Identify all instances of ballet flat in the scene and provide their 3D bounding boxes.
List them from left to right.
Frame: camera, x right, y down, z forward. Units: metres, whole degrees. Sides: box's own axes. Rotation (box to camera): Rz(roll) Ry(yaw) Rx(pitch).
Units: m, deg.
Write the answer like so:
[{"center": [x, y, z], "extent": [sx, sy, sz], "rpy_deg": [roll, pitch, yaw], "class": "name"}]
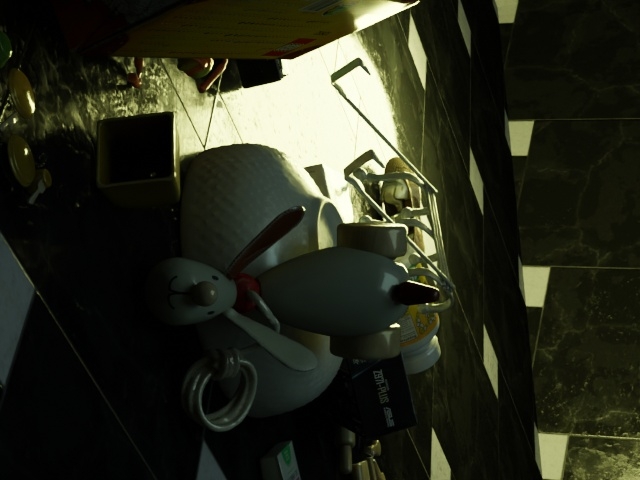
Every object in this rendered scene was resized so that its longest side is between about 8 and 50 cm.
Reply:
[{"center": [0.141, -0.053, 2.716], "extent": [0.067, 0.073, 0.206], "rpy_deg": [9, 66, -58], "class": "ballet flat"}]

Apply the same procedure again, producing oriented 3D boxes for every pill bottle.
[{"center": [0.121, 0.105, 2.434], "extent": [0.117, 0.117, 0.208], "rpy_deg": [-76, 150, -57], "class": "pill bottle"}]

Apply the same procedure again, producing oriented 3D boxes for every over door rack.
[{"center": [0.087, -0.070, 2.239], "extent": [0.239, 0.108, 0.324], "rpy_deg": [-97, 161, -47], "class": "over door rack"}]

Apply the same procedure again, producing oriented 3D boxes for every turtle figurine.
[{"center": [-0.167, -0.273, 1.750], "extent": [0.269, 0.087, 0.217], "rpy_deg": [-30, 104, -65], "class": "turtle figurine"}]

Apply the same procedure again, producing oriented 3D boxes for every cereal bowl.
[{"center": [-0.043, 0.040, 1.877], "extent": [0.339, 0.141, 0.339], "rpy_deg": [-10, 90, -75], "class": "cereal bowl"}]

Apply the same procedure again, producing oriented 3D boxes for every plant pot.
[{"center": [-0.181, -0.075, 1.592], "extent": [0.083, 0.081, 0.081], "rpy_deg": [71, 14, -62], "class": "plant pot"}]

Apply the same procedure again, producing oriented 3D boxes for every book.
[{"center": [-0.039, 0.327, 1.893], "extent": [0.096, 0.035, 0.144], "rpy_deg": [-24, 100, -78], "class": "book"}]

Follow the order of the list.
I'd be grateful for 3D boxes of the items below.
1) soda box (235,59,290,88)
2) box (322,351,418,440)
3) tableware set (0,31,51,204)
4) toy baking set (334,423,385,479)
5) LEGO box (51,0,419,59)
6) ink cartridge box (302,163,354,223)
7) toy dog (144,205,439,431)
[{"center": [-0.093, -0.295, 2.080], "extent": [0.053, 0.060, 0.169], "rpy_deg": [-48, 125, -69], "class": "soda box"}, {"center": [0.054, 0.177, 2.081], "extent": [0.180, 0.077, 0.147], "rpy_deg": [-173, -112, -74], "class": "box"}, {"center": [-0.280, -0.111, 1.380], "extent": [0.104, 0.024, 0.154], "rpy_deg": [-71, 145, -67], "class": "tableware set"}, {"center": [0.056, 0.277, 2.260], "extent": [0.197, 0.030, 0.256], "rpy_deg": [57, 27, -59], "class": "toy baking set"}, {"center": [-0.119, -0.394, 1.608], "extent": [0.500, 0.193, 0.372], "rpy_deg": [-13, 82, -66], "class": "LEGO box"}, {"center": [0.000, 0.000, 2.157], "extent": [0.139, 0.082, 0.191], "rpy_deg": [19, 59, -73], "class": "ink cartridge box"}, {"center": [-0.007, 0.063, 1.665], "extent": [0.333, 0.161, 0.220], "rpy_deg": [-25, 104, -33], "class": "toy dog"}]
